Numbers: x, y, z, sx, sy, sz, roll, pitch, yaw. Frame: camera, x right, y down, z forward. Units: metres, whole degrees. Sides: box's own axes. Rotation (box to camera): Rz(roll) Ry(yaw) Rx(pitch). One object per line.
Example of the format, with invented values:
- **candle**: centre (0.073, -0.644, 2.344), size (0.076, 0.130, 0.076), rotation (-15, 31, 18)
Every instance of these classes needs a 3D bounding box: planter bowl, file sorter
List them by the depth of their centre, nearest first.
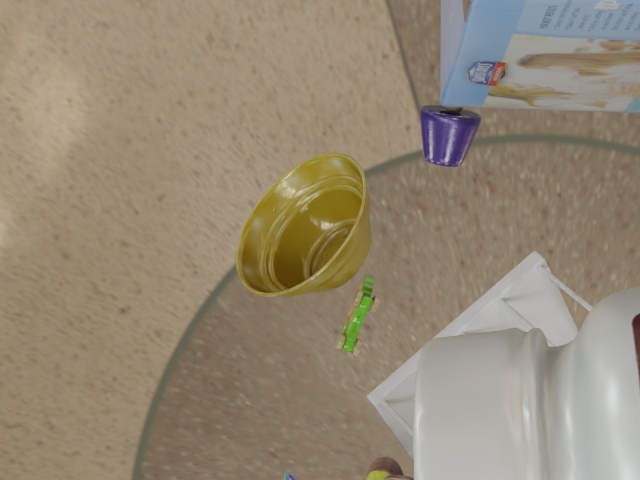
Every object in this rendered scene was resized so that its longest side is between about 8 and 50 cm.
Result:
- **file sorter**: centre (0.241, 0.197, 1.743), size (0.277, 0.193, 0.173), rotation (-40, 46, -7)
- **planter bowl**: centre (0.000, 0.000, 1.843), size (0.217, 0.090, 0.217), rotation (-29, 40, 28)

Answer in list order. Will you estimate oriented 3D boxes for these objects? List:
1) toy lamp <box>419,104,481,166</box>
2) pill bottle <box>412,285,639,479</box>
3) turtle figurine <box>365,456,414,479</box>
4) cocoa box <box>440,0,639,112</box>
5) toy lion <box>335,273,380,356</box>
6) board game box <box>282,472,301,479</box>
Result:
- **toy lamp**: centre (0.171, -0.227, 1.729), size (0.080, 0.080, 0.275), rotation (13, 104, 11)
- **pill bottle**: centre (0.257, 0.128, 0.745), size (0.392, 0.224, 0.224), rotation (-6, 78, 13)
- **turtle figurine**: centre (0.053, 0.249, 1.235), size (0.269, 0.217, 0.087), rotation (-32, 93, 19)
- **cocoa box**: centre (0.209, -0.237, 1.025), size (0.231, 0.347, 0.228), rotation (2, 82, 1)
- **toy lion**: centre (0.049, 0.096, 1.887), size (0.034, 0.096, 0.100), rotation (21, 97, -6)
- **board game box**: centre (-0.013, 0.384, 1.614), size (0.160, 0.047, 0.210), rotation (26, 117, -2)
